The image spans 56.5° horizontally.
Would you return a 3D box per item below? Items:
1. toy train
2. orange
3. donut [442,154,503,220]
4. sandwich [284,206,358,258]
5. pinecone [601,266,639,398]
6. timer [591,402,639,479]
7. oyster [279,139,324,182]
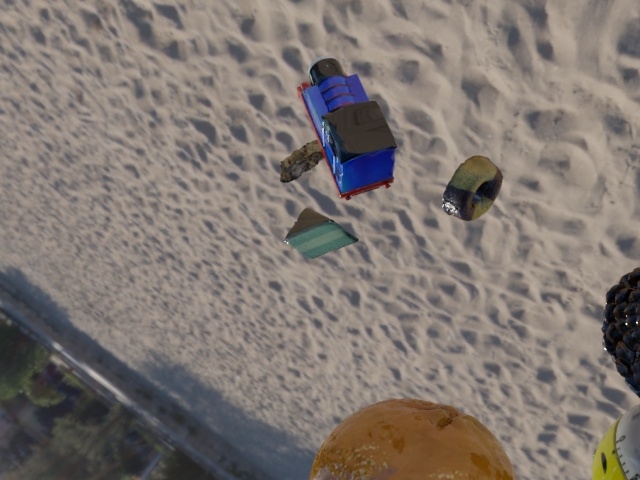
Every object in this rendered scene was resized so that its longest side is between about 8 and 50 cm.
[{"bbox_3d":[0.033,-0.163,0.821,0.131,0.083,0.203,83,168,-65],"label":"toy train"},{"bbox_3d":[0.152,0.403,0.952,0.341,0.293,0.340,19,180,0],"label":"orange"},{"bbox_3d":[0.406,-0.131,1.575,0.166,0.184,0.073,15,-159,-43],"label":"donut"},{"bbox_3d":[0.000,0.000,1.028,0.074,0.074,0.116,36,177,-26],"label":"sandwich"},{"bbox_3d":[0.526,0.128,0.858,0.222,0.221,0.221,30,155,16],"label":"pinecone"},{"bbox_3d":[0.555,0.418,0.959,0.285,0.285,0.285,30,155,16],"label":"timer"},{"bbox_3d":[-0.022,-0.132,0.965,0.086,0.132,0.029,26,142,62],"label":"oyster"}]
